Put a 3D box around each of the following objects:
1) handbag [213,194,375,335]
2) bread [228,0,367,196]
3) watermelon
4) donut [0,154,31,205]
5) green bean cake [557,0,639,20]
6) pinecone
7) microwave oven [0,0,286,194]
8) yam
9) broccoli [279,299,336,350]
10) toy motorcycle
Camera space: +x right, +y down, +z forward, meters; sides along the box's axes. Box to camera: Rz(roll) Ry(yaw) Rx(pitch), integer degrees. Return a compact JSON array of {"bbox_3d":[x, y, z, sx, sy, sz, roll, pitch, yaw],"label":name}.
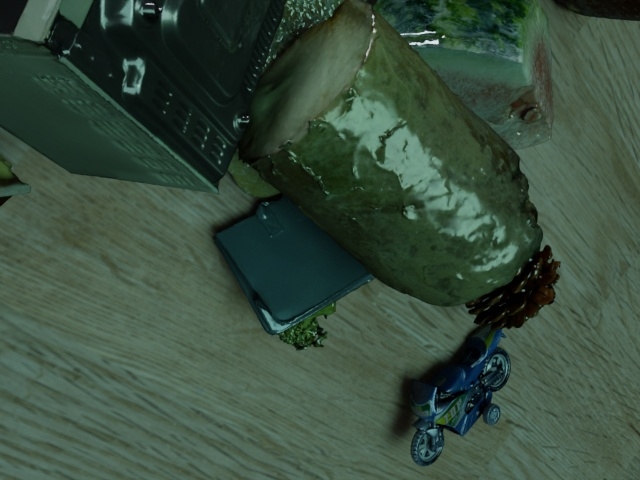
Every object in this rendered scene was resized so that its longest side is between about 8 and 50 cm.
[{"bbox_3d":[0.000,0.000,0.818,0.221,0.057,0.144,-29,80,-22],"label":"handbag"},{"bbox_3d":[-0.026,-0.164,0.775,0.286,0.056,0.207,-51,127,-5],"label":"bread"},{"bbox_3d":[0.163,-0.209,0.823,0.310,0.193,0.232,-34,115,-57],"label":"watermelon"},{"bbox_3d":[-0.383,-0.126,0.470,0.259,0.136,0.345,-23,126,-24],"label":"donut"},{"bbox_3d":[0.359,-0.369,0.867,0.232,0.198,0.097,22,94,-34],"label":"green bean cake"},{"bbox_3d":[0.259,0.048,1.003,0.173,0.173,0.174,-14,116,-30],"label":"pinecone"},{"bbox_3d":[-0.132,-0.214,0.503,0.237,0.181,0.295,45,58,-61],"label":"microwave oven"},{"bbox_3d":[0.076,-0.070,0.692,0.300,0.195,0.195,39,85,-23],"label":"yam"},{"bbox_3d":[-0.024,0.078,0.854,0.092,0.097,0.095,-10,145,10],"label":"broccoli"},{"bbox_3d":[0.217,0.235,1.087,0.254,0.092,0.135,-39,117,-27],"label":"toy motorcycle"}]
